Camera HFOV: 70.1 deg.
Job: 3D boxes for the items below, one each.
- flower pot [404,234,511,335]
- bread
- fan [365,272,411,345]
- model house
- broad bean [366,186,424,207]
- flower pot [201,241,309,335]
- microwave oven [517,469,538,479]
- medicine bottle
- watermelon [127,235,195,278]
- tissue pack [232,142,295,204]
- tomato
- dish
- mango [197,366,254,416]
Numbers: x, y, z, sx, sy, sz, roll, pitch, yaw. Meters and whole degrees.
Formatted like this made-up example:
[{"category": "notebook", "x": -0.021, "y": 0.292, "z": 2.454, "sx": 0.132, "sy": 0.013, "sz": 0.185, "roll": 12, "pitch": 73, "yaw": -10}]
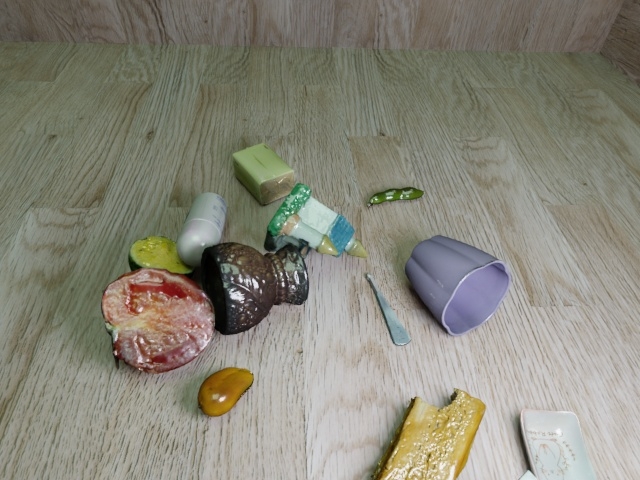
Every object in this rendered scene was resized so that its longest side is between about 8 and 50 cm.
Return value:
[{"category": "flower pot", "x": 0.405, "y": 0.113, "z": 1.405, "sx": 0.264, "sy": 0.265, "sz": 0.243, "roll": -18, "pitch": 39, "yaw": -20}, {"category": "bread", "x": 0.254, "y": 0.507, "z": 1.096, "sx": 0.185, "sy": 0.109, "sz": 0.380, "roll": 23, "pitch": 47, "yaw": 25}, {"category": "fan", "x": 0.209, "y": 0.211, "z": 1.445, "sx": 0.057, "sy": 0.023, "sz": 0.282, "roll": -11, "pitch": 49, "yaw": -12}, {"category": "model house", "x": 0.000, "y": 0.000, "z": 1.509, "sx": 0.324, "sy": 0.267, "sz": 0.194, "roll": 31, "pitch": 71, "yaw": 0}, {"category": "broad bean", "x": 0.296, "y": -0.178, "z": 1.816, "sx": 0.254, "sy": 0.047, "sz": 0.065, "roll": -11, "pitch": 54, "yaw": -12}, {"category": "flower pot", "x": -0.191, "y": 0.126, "z": 1.354, "sx": 0.266, "sy": 0.267, "sz": 0.267, "roll": -8, "pitch": 45, "yaw": -27}, {"category": "microwave oven", "x": 0.402, "y": 0.600, "z": 0.938, "sx": 0.162, "sy": 0.208, "sz": 0.122, "roll": -26, "pitch": 52, "yaw": -26}, {"category": "medicine bottle", "x": -0.390, "y": -0.036, "z": 1.514, "sx": 0.130, "sy": 0.131, "sz": 0.341, "roll": -1, "pitch": 30, "yaw": -5}, {"category": "watermelon", "x": -0.504, "y": 0.088, "z": 1.435, "sx": 0.204, "sy": 0.127, "sz": 0.232, "roll": 15, "pitch": 28, "yaw": -26}, {"category": "tissue pack", "x": -0.228, "y": -0.270, "z": 1.818, "sx": 0.159, "sy": 0.125, "sz": 0.234, "roll": -25, "pitch": 51, "yaw": -25}, {"category": "tomato", "x": -0.455, "y": 0.220, "z": 1.294, "sx": 0.308, "sy": 0.170, "sz": 0.309, "roll": 4, "pitch": 78, "yaw": -18}, {"category": "dish", "x": 0.572, "y": 0.529, "z": 1.112, "sx": 0.151, "sy": 0.077, "sz": 0.213, "roll": 5, "pitch": 45, "yaw": -1}, {"category": "mango", "x": -0.252, "y": 0.393, "z": 1.195, "sx": 0.105, "sy": 0.084, "sz": 0.159, "roll": 32, "pitch": 30, "yaw": 25}]
